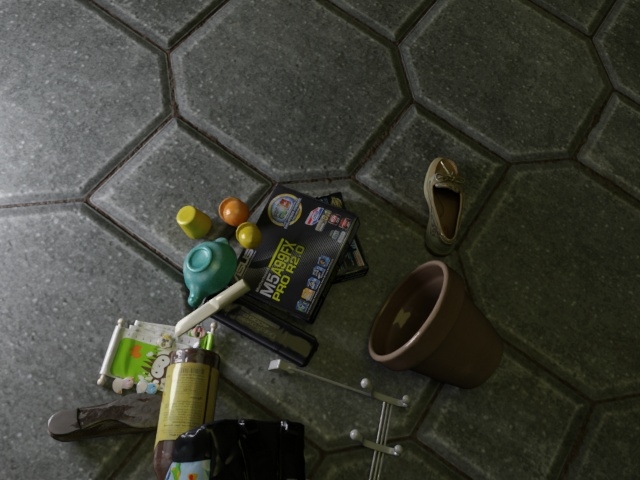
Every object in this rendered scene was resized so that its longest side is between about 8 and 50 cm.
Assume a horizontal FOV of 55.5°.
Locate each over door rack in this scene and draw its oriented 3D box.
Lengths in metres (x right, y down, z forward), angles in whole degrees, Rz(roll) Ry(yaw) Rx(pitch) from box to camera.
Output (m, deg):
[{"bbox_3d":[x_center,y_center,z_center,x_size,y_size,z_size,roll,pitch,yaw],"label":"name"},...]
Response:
[{"bbox_3d":[0.022,0.403,1.282,0.324,0.108,0.239,16,64,-2],"label":"over door rack"}]

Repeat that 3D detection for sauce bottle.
[{"bbox_3d":[-0.270,0.389,1.199,0.111,0.111,0.344,8,60,-7],"label":"sauce bottle"}]

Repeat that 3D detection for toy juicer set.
[{"bbox_3d":[-0.218,0.050,1.362,0.209,0.089,0.329,-16,57,14],"label":"toy juicer set"}]

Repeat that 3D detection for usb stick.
[{"bbox_3d":[-0.136,0.194,1.381,0.278,0.045,0.077,28,71,3],"label":"usb stick"}]

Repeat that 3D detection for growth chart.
[{"bbox_3d":[-0.353,0.254,1.329,0.237,0.021,0.171,6,66,-7],"label":"growth chart"}]

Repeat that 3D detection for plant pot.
[{"bbox_3d":[0.273,0.214,1.355,0.229,0.263,0.263,37,64,-13],"label":"plant pot"}]

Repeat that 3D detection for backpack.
[{"bbox_3d":[-0.146,0.517,1.060,0.273,0.290,0.355,-30,63,25],"label":"backpack"}]

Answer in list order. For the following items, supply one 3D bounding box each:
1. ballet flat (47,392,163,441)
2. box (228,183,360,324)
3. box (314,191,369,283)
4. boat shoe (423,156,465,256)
[{"bbox_3d":[-0.424,0.371,1.250,0.250,0.058,0.084,-5,47,-18],"label":"ballet flat"},{"bbox_3d":[-0.060,0.028,1.404,0.216,0.060,0.270,23,77,15],"label":"box"},{"bbox_3d":[0.000,0.000,1.488,0.175,0.051,0.220,-14,69,-15],"label":"box"},{"bbox_3d":[0.328,-0.101,1.572,0.105,0.089,0.285,7,65,-7],"label":"boat shoe"}]
